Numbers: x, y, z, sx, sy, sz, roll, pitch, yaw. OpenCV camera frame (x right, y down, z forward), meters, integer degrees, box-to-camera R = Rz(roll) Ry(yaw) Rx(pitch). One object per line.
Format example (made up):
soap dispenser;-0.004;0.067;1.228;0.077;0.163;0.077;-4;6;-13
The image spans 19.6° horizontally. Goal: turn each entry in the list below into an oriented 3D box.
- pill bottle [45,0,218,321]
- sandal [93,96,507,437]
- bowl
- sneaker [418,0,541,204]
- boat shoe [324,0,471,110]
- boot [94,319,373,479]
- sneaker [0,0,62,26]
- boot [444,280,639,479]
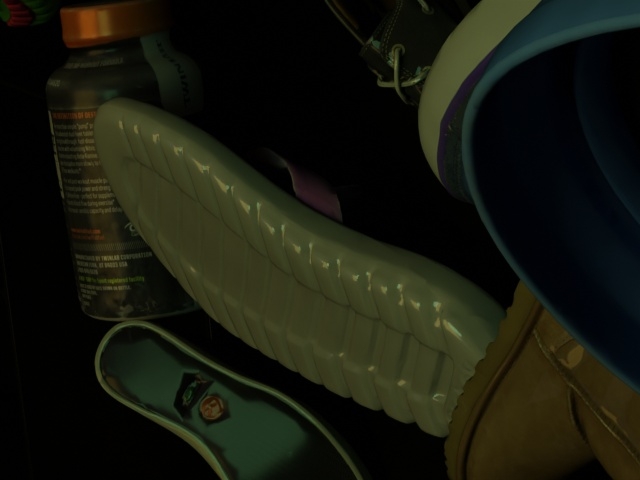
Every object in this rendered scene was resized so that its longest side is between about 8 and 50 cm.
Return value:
pill bottle;-0.144;-0.069;1.454;0.130;0.130;0.246;13;114;59
sandal;0.001;0.012;1.271;0.416;0.102;0.169;33;144;35
bowl;0.237;0.018;0.622;0.391;0.077;0.391;27;161;10
sneaker;0.175;-0.030;0.886;0.323;0.130;0.236;-49;56;51
boat shoe;0.061;-0.107;1.121;0.233;0.079;0.084;62;148;21
boot;-0.047;0.146;1.443;0.244;0.088;0.176;35;-178;14
sneaker;-0.272;-0.312;1.471;0.483;0.185;0.202;153;117;-73
boot;0.185;0.146;0.997;0.269;0.089;0.236;51;143;37
